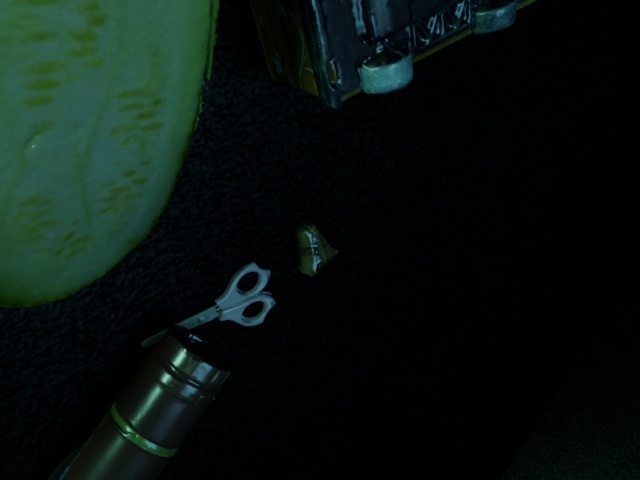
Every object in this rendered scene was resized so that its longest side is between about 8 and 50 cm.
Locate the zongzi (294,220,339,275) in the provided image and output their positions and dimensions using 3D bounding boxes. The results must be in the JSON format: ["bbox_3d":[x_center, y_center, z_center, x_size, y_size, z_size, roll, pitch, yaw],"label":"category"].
[{"bbox_3d":[0.000,0.000,0.733,0.083,0.040,0.076,-30,124,-42],"label":"zongzi"}]

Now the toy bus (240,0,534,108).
[{"bbox_3d":[0.081,-0.284,0.535,0.323,0.194,0.162,-33,130,-20],"label":"toy bus"}]

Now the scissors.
[{"bbox_3d":[-0.143,0.096,0.674,0.188,0.015,0.100,-22,124,-29],"label":"scissors"}]

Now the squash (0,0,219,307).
[{"bbox_3d":[-0.195,-0.075,0.385,0.233,0.210,0.309,-33,127,-48],"label":"squash"}]

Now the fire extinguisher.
[{"bbox_3d":[-0.235,0.270,0.619,0.341,0.105,0.141,-55,140,-3],"label":"fire extinguisher"}]
